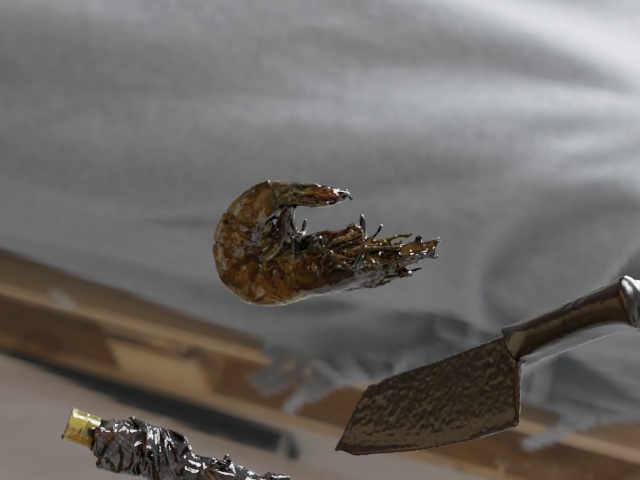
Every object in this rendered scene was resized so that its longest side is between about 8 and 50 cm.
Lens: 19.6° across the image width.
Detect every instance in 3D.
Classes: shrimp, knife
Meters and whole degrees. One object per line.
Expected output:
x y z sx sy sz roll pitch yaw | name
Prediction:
0.000 0.000 1.267 0.034 0.161 0.091 -58 139 -63 | shrimp
0.085 0.079 0.997 0.028 0.230 0.060 23 56 -36 | knife

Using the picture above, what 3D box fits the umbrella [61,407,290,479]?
-0.085 0.135 1.112 0.040 0.144 0.037 117 -8 -48 | umbrella
